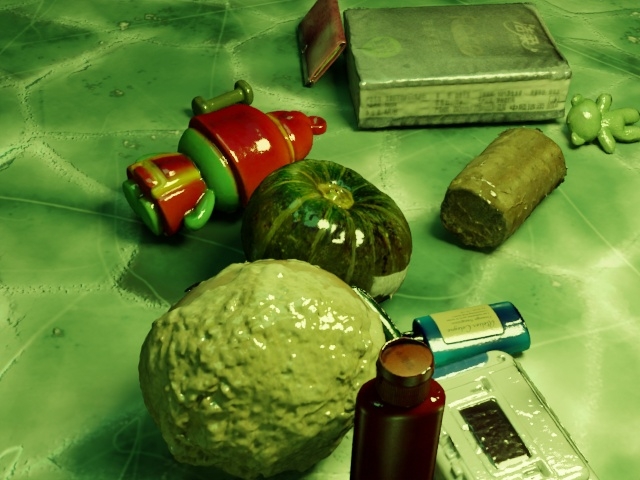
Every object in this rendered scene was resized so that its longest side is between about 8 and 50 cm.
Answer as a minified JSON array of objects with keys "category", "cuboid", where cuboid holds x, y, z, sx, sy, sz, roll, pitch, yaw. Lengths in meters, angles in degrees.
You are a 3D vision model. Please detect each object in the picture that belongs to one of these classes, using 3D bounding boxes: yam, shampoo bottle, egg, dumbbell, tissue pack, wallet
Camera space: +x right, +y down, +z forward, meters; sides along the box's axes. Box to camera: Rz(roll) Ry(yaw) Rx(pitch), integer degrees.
[{"category":"yam","cuboid":[0.293,-0.085,1.543,0.129,0.128,0.238,-11,22,42]},{"category":"shampoo bottle","cuboid":[0.087,0.219,1.086,0.102,0.260,0.064,-2,40,-5]},{"category":"egg","cuboid":[-0.064,0.150,1.167,0.310,0.279,0.279,-20,46,-18]},{"category":"dumbbell","cuboid":[-0.182,-0.261,1.788,0.118,0.046,0.052,-27,54,-28]},{"category":"shampoo bottle","cuboid":[0.196,0.134,1.344,0.183,0.050,0.087,-10,46,-12]},{"category":"tissue pack","cuboid":[0.249,-0.339,1.831,0.394,0.124,0.288,-2,42,-4]},{"category":"wallet","cuboid":[0.002,-0.413,1.923,0.025,0.119,0.232,28,33,-27]}]

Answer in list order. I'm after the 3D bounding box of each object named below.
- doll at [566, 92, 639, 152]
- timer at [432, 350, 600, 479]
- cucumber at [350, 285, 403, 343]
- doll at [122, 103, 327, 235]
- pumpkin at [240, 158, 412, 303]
[{"category":"doll","cuboid":[0.516,-0.210,1.744,0.150,0.077,0.115,5,78,-12]},{"category":"timer","cuboid":[0.217,0.253,1.183,0.178,0.078,0.253,-15,48,-19]},{"category":"cucumber","cuboid":[0.096,0.136,1.292,0.036,0.033,0.184,-34,82,13]},{"category":"doll","cuboid":[-0.142,-0.135,1.559,0.363,0.160,0.182,-25,46,-27]},{"category":"pumpkin","cuboid":[-0.001,0.003,1.402,0.260,0.189,0.260,18,28,-10]}]
